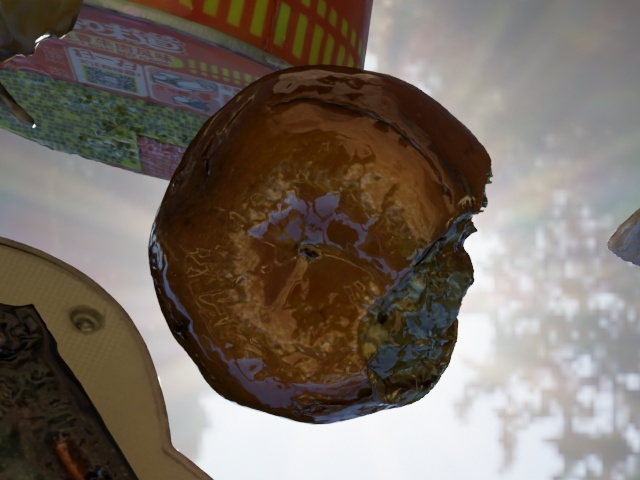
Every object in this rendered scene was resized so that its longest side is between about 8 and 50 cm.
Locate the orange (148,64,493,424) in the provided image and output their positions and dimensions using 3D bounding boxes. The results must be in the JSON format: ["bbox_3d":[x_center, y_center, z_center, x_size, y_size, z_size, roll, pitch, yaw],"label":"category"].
[{"bbox_3d":[0.000,0.000,0.472,0.086,0.086,0.062,0,-175,9],"label":"orange"}]

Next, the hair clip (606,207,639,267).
[{"bbox_3d":[0.216,0.029,0.742,0.218,0.159,0.071,19,-136,-33],"label":"hair clip"}]

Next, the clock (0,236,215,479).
[{"bbox_3d":[-0.101,0.077,0.527,0.172,0.064,0.198,-15,-123,-34],"label":"clock"}]

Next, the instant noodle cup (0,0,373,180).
[{"bbox_3d":[-0.046,-0.145,0.708,0.193,0.212,0.193,13,166,3],"label":"instant noodle cup"}]

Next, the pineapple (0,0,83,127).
[{"bbox_3d":[-0.143,-0.127,0.243,0.158,0.334,0.161,8,-131,13],"label":"pineapple"}]
